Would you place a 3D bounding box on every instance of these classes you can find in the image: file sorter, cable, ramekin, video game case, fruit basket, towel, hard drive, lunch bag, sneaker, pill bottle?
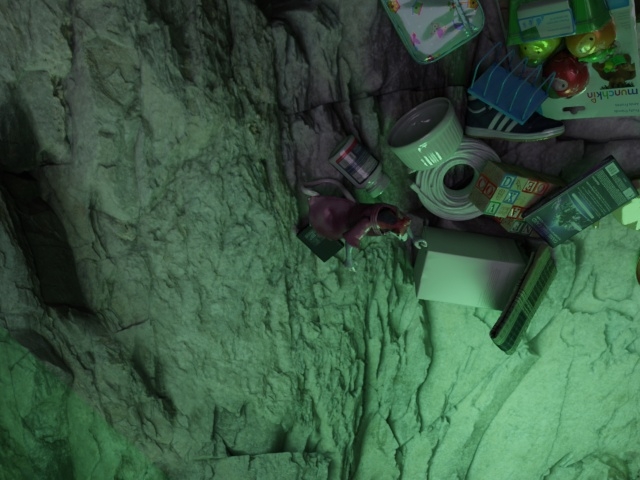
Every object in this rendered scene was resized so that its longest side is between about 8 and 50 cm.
[{"bbox_3d":[0.484,-0.403,1.368,0.170,0.104,0.118,39,74,20],"label":"file sorter"},{"bbox_3d":[0.411,-0.183,1.612,0.257,0.089,0.257,-32,110,19],"label":"cable"},{"bbox_3d":[0.298,-0.290,1.511,0.207,0.207,0.109,-32,118,20],"label":"ramekin"},{"bbox_3d":[0.729,-0.100,1.520,0.274,0.026,0.196,-37,131,25],"label":"video game case"},{"bbox_3d":[0.610,-0.463,1.350,0.326,0.165,0.353,11,126,48],"label":"fruit basket"},{"bbox_3d":[0.612,0.180,1.637,0.056,0.312,0.324,28,86,33],"label":"towel"},{"bbox_3d":[0.000,0.000,1.780,0.094,0.022,0.135,-40,106,22],"label":"hard drive"},{"bbox_3d":[0.284,-0.621,1.395,0.223,0.108,0.279,-27,111,18],"label":"lunch bag"},{"bbox_3d":[0.511,-0.352,1.450,0.282,0.099,0.153,15,119,45],"label":"sneaker"},{"bbox_3d":[0.120,-0.217,1.613,0.180,0.108,0.108,42,113,-15],"label":"pill bottle"}]

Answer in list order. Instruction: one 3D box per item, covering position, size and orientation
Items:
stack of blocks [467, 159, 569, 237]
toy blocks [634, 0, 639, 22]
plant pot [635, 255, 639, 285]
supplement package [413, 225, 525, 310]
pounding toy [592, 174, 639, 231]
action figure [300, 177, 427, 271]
[{"bbox_3d":[0.576,-0.114,1.561,0.296,0.087,0.171,8,120,-27],"label":"stack of blocks"},{"bbox_3d":[0.828,-0.653,1.253,0.190,0.261,0.382,18,110,-1],"label":"toy blocks"},{"bbox_3d":[1.108,0.074,1.698,0.236,0.032,0.237,3,116,5],"label":"plant pot"},{"bbox_3d":[0.453,0.085,1.690,0.292,0.175,0.178,9,119,1],"label":"supplement package"},{"bbox_3d":[0.932,-0.129,1.592,0.236,0.110,0.183,3,128,35],"label":"pounding toy"},{"bbox_3d":[0.140,-0.071,1.571,0.247,0.370,0.276,-20,101,-28],"label":"action figure"}]
